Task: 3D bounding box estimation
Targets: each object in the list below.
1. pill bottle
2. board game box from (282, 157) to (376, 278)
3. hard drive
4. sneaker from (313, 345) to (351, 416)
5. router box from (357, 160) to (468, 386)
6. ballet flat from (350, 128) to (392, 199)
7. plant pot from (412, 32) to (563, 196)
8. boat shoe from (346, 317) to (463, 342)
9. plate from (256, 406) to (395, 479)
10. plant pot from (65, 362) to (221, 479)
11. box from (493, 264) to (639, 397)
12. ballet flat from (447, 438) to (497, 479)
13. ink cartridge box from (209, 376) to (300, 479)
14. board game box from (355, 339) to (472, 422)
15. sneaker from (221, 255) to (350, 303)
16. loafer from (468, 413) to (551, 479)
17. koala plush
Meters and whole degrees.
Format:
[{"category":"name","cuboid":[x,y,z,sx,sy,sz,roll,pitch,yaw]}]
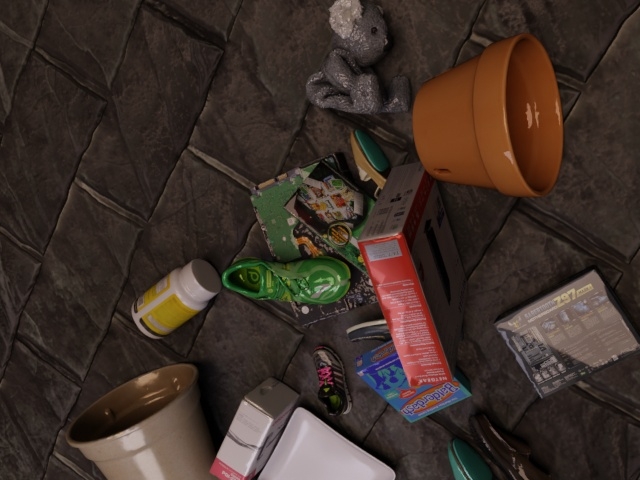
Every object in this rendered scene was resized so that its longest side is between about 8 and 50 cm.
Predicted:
[{"category":"pill bottle","cuboid":[-0.347,0.139,1.651,0.208,0.119,0.119,-35,85,22]},{"category":"board game box","cuboid":[0.062,-0.039,1.436,0.259,0.030,0.136,40,83,-4]},{"category":"hard drive","cuboid":[0.000,0.000,1.525,0.237,0.064,0.339,-22,92,22]},{"category":"sneaker","cuboid":[0.021,0.328,1.565,0.063,0.075,0.170,-17,92,22]},{"category":"router box","cuboid":[0.187,0.048,1.278,0.082,0.335,0.301,-12,113,23]},{"category":"ballet flat","cuboid":[0.126,-0.131,1.450,0.232,0.080,0.073,51,123,7]},{"category":"plant pot","cuboid":[0.308,-0.217,1.274,0.203,0.291,0.291,-4,98,38]},{"category":"boat shoe","cuboid":[0.182,0.201,1.476,0.254,0.095,0.079,-11,84,13]},{"category":"plate","cuboid":[0.009,0.569,1.626,0.277,0.045,0.278,31,109,15]},{"category":"plant pot","cuboid":[-0.386,0.514,1.644,0.333,0.334,0.305,-18,103,22]},{"category":"box","cuboid":[0.496,0.184,1.368,0.232,0.059,0.183,-35,86,23]},{"category":"ballet flat","cuboid":[0.351,0.544,1.475,0.247,0.083,0.087,44,125,11]},{"category":"ink cartridge box","cuboid":[-0.152,0.451,1.606,0.092,0.158,0.218,28,108,15]},{"category":"board game box","cuboid":[0.199,0.290,1.449,0.160,0.047,0.210,-32,121,22]},{"category":"sneaker","cuboid":[-0.078,0.092,1.470,0.295,0.123,0.109,-1,98,21]},{"category":"loafer","cuboid":[0.403,0.450,1.450,0.078,0.080,0.220,-38,82,-11]},{"category":"koala plush","cuboid":[0.071,-0.376,1.374,0.203,0.196,0.221,14,107,29]}]
